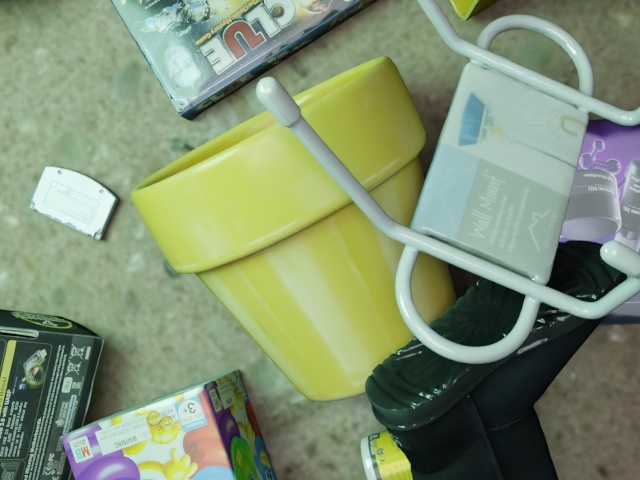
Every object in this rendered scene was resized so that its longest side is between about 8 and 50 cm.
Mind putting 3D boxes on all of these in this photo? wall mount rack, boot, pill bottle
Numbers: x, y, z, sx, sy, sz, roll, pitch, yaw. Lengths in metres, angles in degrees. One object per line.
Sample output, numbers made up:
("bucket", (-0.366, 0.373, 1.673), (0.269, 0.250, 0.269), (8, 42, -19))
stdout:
("wall mount rack", (0.116, -0.099, 0.757), (0.304, 0.130, 0.350), (23, 59, -4))
("boot", (0.167, 0.139, 0.838), (0.246, 0.094, 0.207), (-34, 125, -13))
("pill bottle", (0.101, 0.202, 0.935), (0.116, 0.065, 0.065), (-17, 87, 6))

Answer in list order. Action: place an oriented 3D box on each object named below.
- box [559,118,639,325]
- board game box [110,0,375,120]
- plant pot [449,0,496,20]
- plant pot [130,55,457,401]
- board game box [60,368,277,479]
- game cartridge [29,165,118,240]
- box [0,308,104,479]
("box", (0.314, -0.019, 0.896), (0.261, 0.103, 0.184), (-4, 91, 7))
("board game box", (-0.074, -0.253, 0.978), (0.243, 0.042, 0.165), (-32, 85, 6))
("plant pot", (0.181, -0.356, 0.874), (0.187, 0.212, 0.212), (-26, 86, -8))
("plant pot", (0.000, 0.000, 0.877), (0.254, 0.254, 0.239), (-26, 102, 6))
("board game box", (-0.110, 0.279, 0.922), (0.144, 0.142, 0.275), (-21, 86, 7))
("game cartridge", (-0.250, -0.041, 1.011), (0.083, 0.017, 0.056), (25, 96, 7))
("box", (-0.389, 0.250, 0.881), (0.097, 0.318, 0.395), (15, 93, 44))
